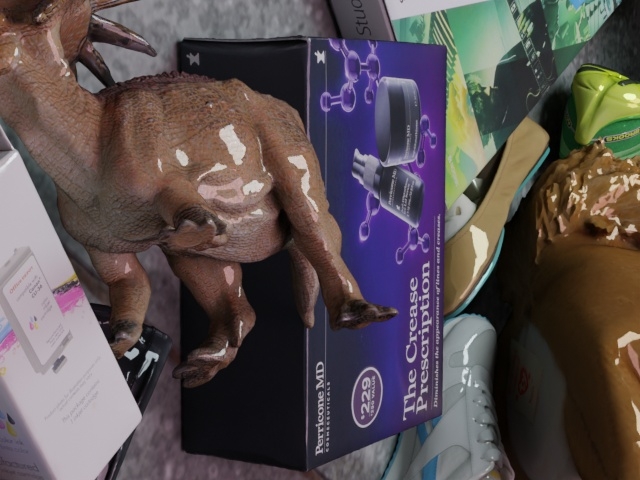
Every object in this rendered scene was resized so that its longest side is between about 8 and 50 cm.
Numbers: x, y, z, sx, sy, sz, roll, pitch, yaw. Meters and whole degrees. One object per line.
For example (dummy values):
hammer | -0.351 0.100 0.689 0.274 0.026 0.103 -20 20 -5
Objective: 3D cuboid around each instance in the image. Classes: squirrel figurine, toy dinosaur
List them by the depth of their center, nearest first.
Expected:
toy dinosaur | -0.066 -0.046 0.723 0.295 0.127 0.200 23 47 -51
squirrel figurine | 0.342 0.097 1.224 0.281 0.370 0.397 121 -31 -60

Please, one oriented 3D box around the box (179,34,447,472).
box | 0.000 0.000 0.935 0.184 0.103 0.261 -9 101 -55

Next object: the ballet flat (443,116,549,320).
ballet flat | 0.118 -0.031 1.168 0.073 0.080 0.232 46 46 -15

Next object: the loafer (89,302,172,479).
loafer | -0.129 0.143 0.745 0.078 0.076 0.223 17 73 -19

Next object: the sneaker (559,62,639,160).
sneaker | 0.301 -0.099 1.435 0.295 0.109 0.123 8 109 -60

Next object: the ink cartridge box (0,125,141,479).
ink cartridge box | -0.173 0.022 0.640 0.067 0.115 0.198 -52 133 -42

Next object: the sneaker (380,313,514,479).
sneaker | 0.113 0.166 1.140 0.087 0.092 0.229 49 52 -47

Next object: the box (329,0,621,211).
box | 0.131 -0.209 1.130 0.322 0.058 0.232 -47 132 -34
